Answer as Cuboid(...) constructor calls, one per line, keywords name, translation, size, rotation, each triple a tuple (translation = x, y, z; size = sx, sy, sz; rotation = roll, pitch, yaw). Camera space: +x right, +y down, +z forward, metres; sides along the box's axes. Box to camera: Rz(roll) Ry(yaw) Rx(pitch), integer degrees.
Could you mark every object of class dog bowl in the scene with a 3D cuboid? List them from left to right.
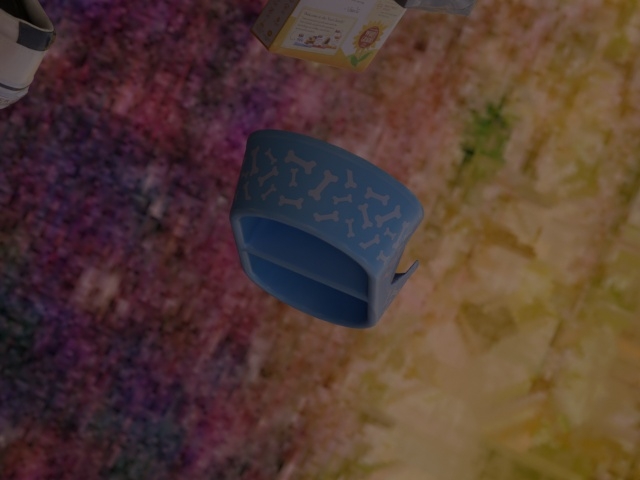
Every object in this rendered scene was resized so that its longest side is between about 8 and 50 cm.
Cuboid(name="dog bowl", translation=(0.000, 0.000, 1.315), size=(0.297, 0.166, 0.074), rotation=(86, 27, -71))

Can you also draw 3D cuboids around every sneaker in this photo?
Cuboid(name="sneaker", translation=(-0.277, -0.225, 1.135), size=(0.091, 0.258, 0.094), rotation=(-41, 164, 25))

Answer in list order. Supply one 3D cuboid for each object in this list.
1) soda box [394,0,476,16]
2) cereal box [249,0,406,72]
Cuboid(name="soda box", translation=(0.036, -0.312, 1.313), size=(0.091, 0.286, 0.098), rotation=(-2, 127, -44))
Cuboid(name="cereal box", translation=(0.048, -0.303, 1.638), size=(0.173, 0.047, 0.240), rotation=(6, 126, -50))
